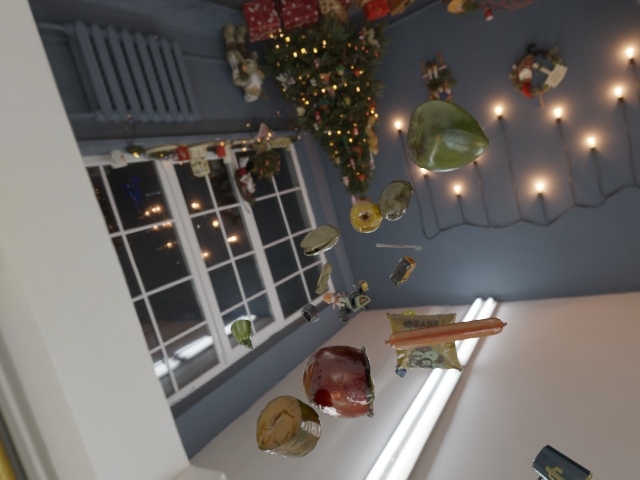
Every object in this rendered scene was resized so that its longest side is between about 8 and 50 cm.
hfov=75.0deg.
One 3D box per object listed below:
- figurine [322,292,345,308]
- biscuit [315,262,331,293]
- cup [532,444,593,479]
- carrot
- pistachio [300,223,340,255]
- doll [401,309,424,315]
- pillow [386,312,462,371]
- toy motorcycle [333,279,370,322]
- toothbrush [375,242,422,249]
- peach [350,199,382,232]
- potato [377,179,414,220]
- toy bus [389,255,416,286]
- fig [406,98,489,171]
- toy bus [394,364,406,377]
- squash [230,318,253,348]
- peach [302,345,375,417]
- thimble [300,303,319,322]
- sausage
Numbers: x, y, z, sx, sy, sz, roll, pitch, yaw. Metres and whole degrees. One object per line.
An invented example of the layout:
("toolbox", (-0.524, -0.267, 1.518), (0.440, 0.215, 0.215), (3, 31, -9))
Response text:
("figurine", (0.052, 0.226, 1.585), (0.109, 0.064, 0.047), (25, 169, -41))
("biscuit", (0.021, 0.218, 2.387), (0.061, 0.182, 0.118), (18, 174, 1))
("cup", (0.851, 0.847, 1.495), (0.131, 0.176, 0.155), (17, -168, -43))
("carrot", (-0.144, 0.810, 1.816), (0.242, 0.241, 0.340), (-13, 143, 21))
("pistachio", (0.000, 0.000, 2.041), (0.226, 0.135, 0.136), (-31, -166, -31))
("doll", (0.513, 0.461, 2.299), (0.135, 0.241, 0.098), (-28, -137, 17))
("pillow", (0.478, 0.468, 1.921), (0.311, 0.311, 0.119), (-4, -162, 23))
("toy motorcycle", (0.161, 0.316, 2.160), (0.091, 0.157, 0.263), (-14, -174, 43))
("toothbrush", (0.306, 0.023, 1.615), (0.195, 0.017, 0.014), (5, -150, -16))
("peach", (0.245, -0.129, 2.232), (0.180, 0.179, 0.103), (-14, -177, 15))
("potato", (0.385, -0.213, 2.132), (0.165, 0.164, 0.262), (-10, -151, 39))
("toy bus", (0.429, 0.162, 2.164), (0.074, 0.162, 0.069), (-2, -142, -39))
("fig", (0.365, -0.295, 1.196), (0.226, 0.202, 0.203), (4, -175, -7))
("toy bus", (0.442, 0.701, 2.277), (0.061, 0.051, 0.153), (-55, 171, 11))
("squash", (-0.358, 0.447, 1.930), (0.105, 0.105, 0.132), (-17, -133, -9))
("peach", (0.108, 0.680, 1.989), (0.417, 0.338, 0.353), (-12, 176, 44))
("thimble", (-0.059, 0.430, 2.460), (0.066, 0.104, 0.095), (-30, 156, -36))
("sausage", (0.358, 0.272, 1.213), (0.349, 0.053, 0.053), (-13, -172, 16))
